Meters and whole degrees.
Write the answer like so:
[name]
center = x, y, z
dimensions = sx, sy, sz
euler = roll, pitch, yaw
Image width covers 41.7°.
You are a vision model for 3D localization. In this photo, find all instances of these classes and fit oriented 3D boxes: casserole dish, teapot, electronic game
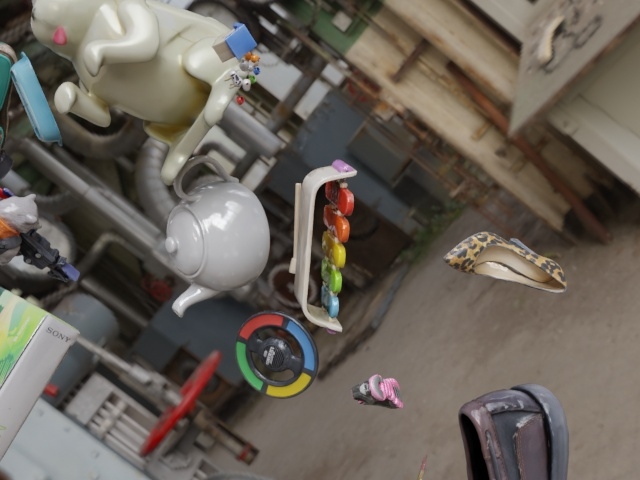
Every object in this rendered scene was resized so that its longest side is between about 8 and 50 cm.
[casserole dish]
center = -0.545, -0.263, 1.599
dimensions = 0.037, 0.188, 0.114
euler = -24, 15, -20
[teapot]
center = -0.240, -0.010, 1.763
dimensions = 0.187, 0.256, 0.252
euler = -9, -23, -40
[electronic game]
center = -0.111, 0.285, 2.093
dimensions = 0.229, 0.229, 0.048
euler = -50, -9, 24

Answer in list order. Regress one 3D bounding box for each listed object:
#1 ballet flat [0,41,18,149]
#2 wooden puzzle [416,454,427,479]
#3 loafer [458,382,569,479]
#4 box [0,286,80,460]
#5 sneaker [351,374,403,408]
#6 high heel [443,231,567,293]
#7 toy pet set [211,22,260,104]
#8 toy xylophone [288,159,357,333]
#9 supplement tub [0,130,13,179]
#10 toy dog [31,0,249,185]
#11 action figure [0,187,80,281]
[ballet flat]
center = -0.700, -0.272, 1.761
dimensions = 0.316, 0.108, 0.106
euler = -60, 30, 22
[wooden puzzle]
center = 0.174, 0.403, 1.451
dimensions = 0.083, 0.006, 0.049
euler = -7, -67, -80
[loafer]
center = 0.165, 0.285, 0.776
dimensions = 0.109, 0.095, 0.302
euler = -176, 86, -64
[box]
center = -0.431, 0.140, 0.916
dimensions = 0.232, 0.322, 0.058
euler = -62, -36, -14
[sneaker]
center = 0.087, 0.239, 1.300
dimensions = 0.057, 0.119, 0.047
euler = -24, 58, 21
[high heel]
center = 0.409, 0.062, 1.831
dimensions = 0.261, 0.186, 0.093
euler = -5, -55, -35
[toy pet set]
center = -0.125, -0.316, 1.443
dimensions = 0.065, 0.114, 0.122
euler = -17, 34, 26
[toy xylophone]
center = 0.000, 0.000, 1.580
dimensions = 0.236, 0.081, 0.322
euler = -115, 29, -67
[supplement tub]
center = -0.535, -0.164, 1.207
dimensions = 0.106, 0.198, 0.106
euler = -23, 37, 18
[toy dog]
center = -0.342, -0.377, 1.563
dimensions = 0.284, 0.408, 0.395
euler = -36, 26, 54
[action figure]
center = -0.657, 0.037, 1.669
dimensions = 0.330, 0.341, 0.178
euler = -40, 27, 20
